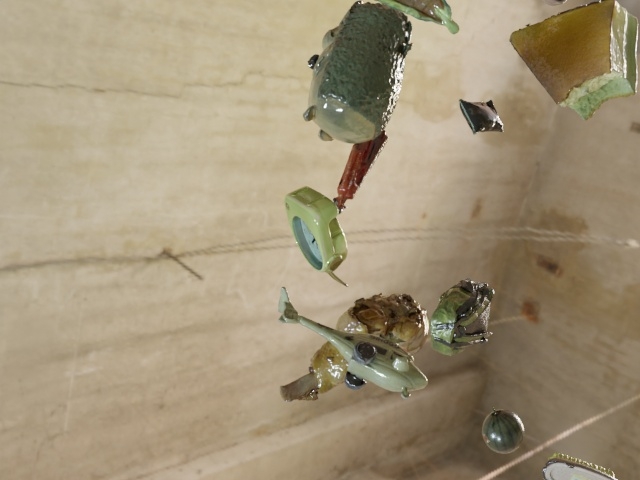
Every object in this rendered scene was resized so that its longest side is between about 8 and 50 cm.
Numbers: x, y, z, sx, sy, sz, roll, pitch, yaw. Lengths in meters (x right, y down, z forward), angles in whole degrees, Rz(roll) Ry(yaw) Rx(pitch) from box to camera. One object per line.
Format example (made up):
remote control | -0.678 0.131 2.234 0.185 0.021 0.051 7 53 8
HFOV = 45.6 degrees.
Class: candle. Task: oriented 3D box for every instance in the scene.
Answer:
candle | 0.100 -0.186 2.024 0.084 0.059 0.301 13 -121 19

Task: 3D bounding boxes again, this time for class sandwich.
sandwich | 0.462 -0.322 1.417 0.108 0.186 0.220 18 164 -39

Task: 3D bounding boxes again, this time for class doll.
doll | 0.084 -0.402 1.813 0.247 0.349 0.247 22 170 4

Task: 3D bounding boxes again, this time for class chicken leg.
chicken leg | 0.067 0.250 1.810 0.182 0.409 0.295 59 -178 22

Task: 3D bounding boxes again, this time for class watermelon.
watermelon | 0.457 0.471 1.924 0.105 0.133 0.105 -19 -164 6

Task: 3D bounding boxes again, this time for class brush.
brush | 0.608 0.502 1.550 0.313 0.072 0.067 18 -149 8

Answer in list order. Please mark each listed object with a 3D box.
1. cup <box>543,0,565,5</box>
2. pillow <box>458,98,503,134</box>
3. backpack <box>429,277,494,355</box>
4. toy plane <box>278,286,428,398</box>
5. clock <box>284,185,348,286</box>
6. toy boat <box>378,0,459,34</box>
cup | 0.653 -0.788 2.114 0.200 0.252 0.191 20 176 -33
pillow | 0.395 -0.304 1.870 0.150 0.048 0.090 -13 -120 -49
backpack | 0.421 0.233 2.261 0.140 0.207 0.253 13 -154 35
toy plane | 0.048 0.170 1.261 0.286 0.092 0.108 23 -134 12
clock | 0.000 0.000 1.710 0.069 0.232 0.170 -27 -149 -19
toy boat | 0.092 -0.393 1.127 0.293 0.108 0.099 14 -127 -36
